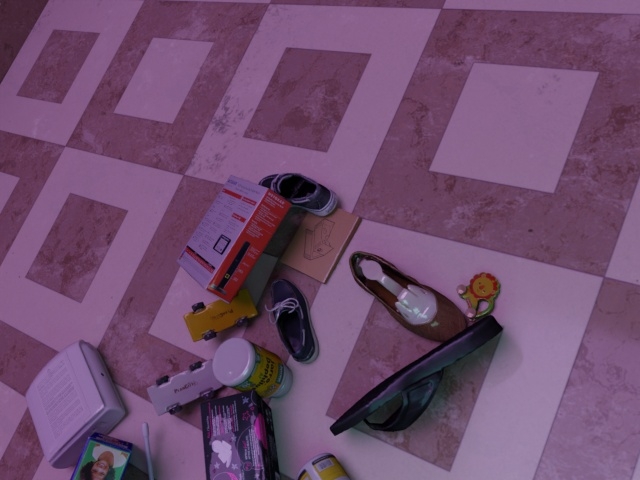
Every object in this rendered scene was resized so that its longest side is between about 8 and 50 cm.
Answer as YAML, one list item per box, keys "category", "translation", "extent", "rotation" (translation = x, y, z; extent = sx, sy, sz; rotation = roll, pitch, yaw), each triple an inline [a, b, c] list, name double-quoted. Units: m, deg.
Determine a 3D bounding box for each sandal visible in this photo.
- category: "sandal"
  translation: [0.211, 0.322, 1.534]
  extent: [0.445, 0.167, 0.107]
  rotation: [-36, 82, 13]

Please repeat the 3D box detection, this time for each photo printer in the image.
- category: "photo printer"
  translation: [-0.719, 0.458, 2.056]
  extent: [0.256, 0.107, 0.307]
  rotation: [-45, 51, 4]

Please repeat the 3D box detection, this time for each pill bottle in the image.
- category: "pill bottle"
  translation: [0.033, 0.564, 1.548]
  extent: [0.103, 0.103, 0.184]
  rotation: [-44, 52, 5]
- category: "pill bottle"
  translation: [-0.157, 0.316, 1.720]
  extent: [0.117, 0.208, 0.118]
  rotation: [-14, 60, 25]

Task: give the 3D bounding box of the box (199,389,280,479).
- category: "box"
  translation: [-0.185, 0.502, 1.660]
  extent: [0.142, 0.163, 0.247]
  rotation: [-13, 59, 5]

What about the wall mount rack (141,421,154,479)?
- category: "wall mount rack"
  translation: [-0.373, 0.607, 1.762]
  extent: [0.349, 0.130, 0.304]
  rotation: [-12, 42, 25]

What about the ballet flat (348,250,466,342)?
- category: "ballet flat"
  translation: [0.185, 0.120, 1.664]
  extent: [0.116, 0.124, 0.342]
  rotation: [-51, 52, 0]

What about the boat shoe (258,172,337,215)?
- category: "boat shoe"
  translation: [-0.088, -0.142, 1.961]
  extent: [0.301, 0.102, 0.108]
  rotation: [22, 79, 46]

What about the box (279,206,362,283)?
- category: "box"
  translation: [0.000, 0.000, 1.902]
  extent: [0.164, 0.021, 0.201]
  rotation: [24, 80, 37]

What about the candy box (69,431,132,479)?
- category: "candy box"
  translation: [-0.581, 0.654, 1.775]
  extent: [0.122, 0.268, 0.317]
  rotation: [20, 73, -9]

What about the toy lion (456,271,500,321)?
- category: "toy lion"
  translation: [0.365, 0.123, 1.615]
  extent: [0.096, 0.034, 0.100]
  rotation: [-23, 57, 11]

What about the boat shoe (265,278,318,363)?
- category: "boat shoe"
  translation: [-0.081, 0.196, 1.816]
  extent: [0.095, 0.079, 0.255]
  rotation: [-29, 55, 17]

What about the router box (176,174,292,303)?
- category: "router box"
  translation: [-0.244, -0.016, 1.923]
  extent: [0.301, 0.082, 0.335]
  rotation: [-58, 26, -3]

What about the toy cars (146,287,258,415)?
- category: "toy cars"
  translation: [-0.311, 0.294, 1.899]
  extent: [0.176, 0.087, 0.394]
  rotation: [25, 81, 1]
